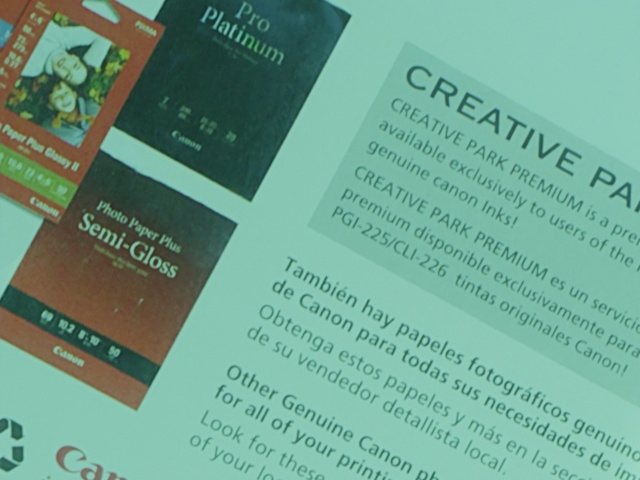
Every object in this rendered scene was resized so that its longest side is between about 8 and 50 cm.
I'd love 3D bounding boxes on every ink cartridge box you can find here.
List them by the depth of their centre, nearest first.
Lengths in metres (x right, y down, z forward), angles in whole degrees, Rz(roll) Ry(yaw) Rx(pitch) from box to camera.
[{"bbox_3d":[0.000,0.000,0.501,0.309,0.130,0.272,29,87,-6],"label":"ink cartridge box"}]
